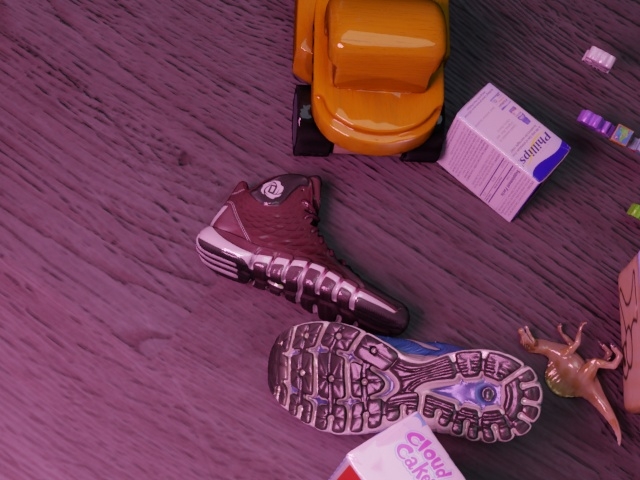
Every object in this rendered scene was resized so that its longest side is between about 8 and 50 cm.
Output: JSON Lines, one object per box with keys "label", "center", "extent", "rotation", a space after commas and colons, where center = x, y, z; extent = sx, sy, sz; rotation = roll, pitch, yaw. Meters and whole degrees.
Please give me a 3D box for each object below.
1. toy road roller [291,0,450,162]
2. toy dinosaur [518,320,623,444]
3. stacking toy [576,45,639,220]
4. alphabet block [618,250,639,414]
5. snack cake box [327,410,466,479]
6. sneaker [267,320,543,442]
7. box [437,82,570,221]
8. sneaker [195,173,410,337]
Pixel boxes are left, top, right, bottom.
{"label": "toy road roller", "center": [0.073, -0.263, 1.302], "extent": [0.203, 0.240, 0.329], "rotation": [3, 69, -5]}
{"label": "toy dinosaur", "center": [0.330, 0.165, 1.277], "extent": [0.092, 0.053, 0.183], "rotation": [-43, 71, -3]}
{"label": "stacking toy", "center": [0.403, -0.135, 1.359], "extent": [0.221, 0.052, 0.167], "rotation": [31, 95, 5]}
{"label": "alphabet block", "center": [0.459, 0.108, 1.191], "extent": [0.193, 0.197, 0.192], "rotation": [0, 81, 9]}
{"label": "snack cake box", "center": [0.086, 0.288, 1.079], "extent": [0.089, 0.264, 0.152], "rotation": [-29, 75, -16]}
{"label": "sneaker", "center": [0.096, 0.175, 1.207], "extent": [0.330, 0.147, 0.129], "rotation": [9, 82, 17]}
{"label": "box", "center": [0.233, -0.112, 1.323], "extent": [0.137, 0.126, 0.072], "rotation": [42, 69, 9]}
{"label": "sneaker", "center": [0.000, 0.000, 1.270], "extent": [0.281, 0.106, 0.162], "rotation": [24, 66, 4]}
